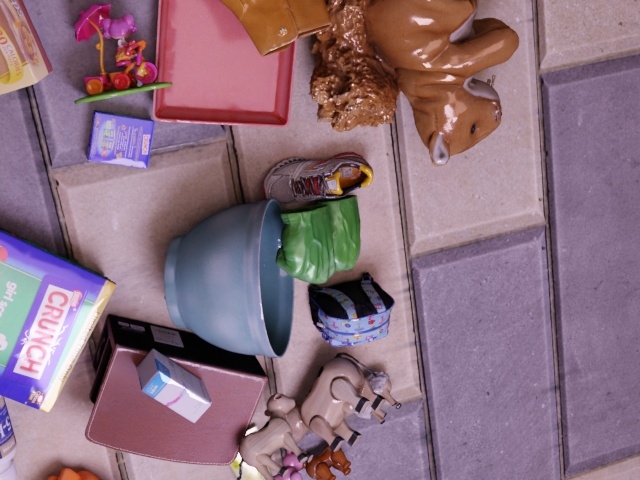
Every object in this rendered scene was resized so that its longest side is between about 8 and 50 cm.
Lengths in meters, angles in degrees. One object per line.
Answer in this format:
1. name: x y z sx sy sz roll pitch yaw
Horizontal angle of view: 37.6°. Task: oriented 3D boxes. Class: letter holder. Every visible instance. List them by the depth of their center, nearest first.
1. letter holder: -0.289 0.297 1.814 0.302 0.152 0.214 16 103 -22

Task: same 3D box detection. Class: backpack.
1. backpack: 0.070 0.151 1.877 0.158 0.173 0.116 -12 110 -16

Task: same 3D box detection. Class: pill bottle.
1. pill bottle: -0.626 0.366 1.738 0.112 0.112 0.186 -14 111 -15

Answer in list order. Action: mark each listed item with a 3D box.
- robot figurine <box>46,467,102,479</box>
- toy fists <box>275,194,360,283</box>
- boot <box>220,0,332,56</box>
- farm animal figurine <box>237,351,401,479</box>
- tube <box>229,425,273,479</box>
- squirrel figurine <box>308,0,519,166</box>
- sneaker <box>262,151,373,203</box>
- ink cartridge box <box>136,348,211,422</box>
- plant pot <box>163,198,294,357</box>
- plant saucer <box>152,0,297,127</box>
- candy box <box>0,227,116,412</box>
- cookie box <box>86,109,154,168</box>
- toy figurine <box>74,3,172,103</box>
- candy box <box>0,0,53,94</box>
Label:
1. robot figurine: -0.449 0.541 1.847 0.158 0.128 0.219 -48 114 -10
2. toy fists: 0.000 0.000 1.781 0.096 0.279 0.142 -5 97 24
3. boot: -0.138 -0.411 1.592 0.295 0.104 0.211 -17 89 -11
4. farm animal figurine: -0.020 0.362 1.895 0.326 0.172 0.330 -50 153 1
5. tube: -0.135 0.511 1.984 0.070 0.062 0.240 -41 117 -49
6. squirrel figurine: 0.168 -0.327 1.752 0.397 0.281 0.370 -11 121 -1
7. sneaker: -0.003 -0.120 1.813 0.225 0.093 0.088 -16 111 -13
8. ink cartridge box: -0.262 0.260 1.676 0.122 0.088 0.052 37 96 -26
9. plant pot: -0.172 0.074 1.735 0.196 0.293 0.293 -3 109 9
10. plant saucer: -0.174 -0.343 1.712 0.259 0.048 0.259 1 107 -19
11. candy box: -0.569 0.123 1.664 0.317 0.122 0.268 28 87 -26
12. cookie box: -0.361 -0.182 1.699 0.107 0.040 0.091 7 103 -20
13. toy figurine: -0.354 -0.328 1.614 0.173 0.130 0.159 -9 101 5
14. candy box: -0.613 -0.301 1.491 0.317 0.087 0.182 -14 113 11
